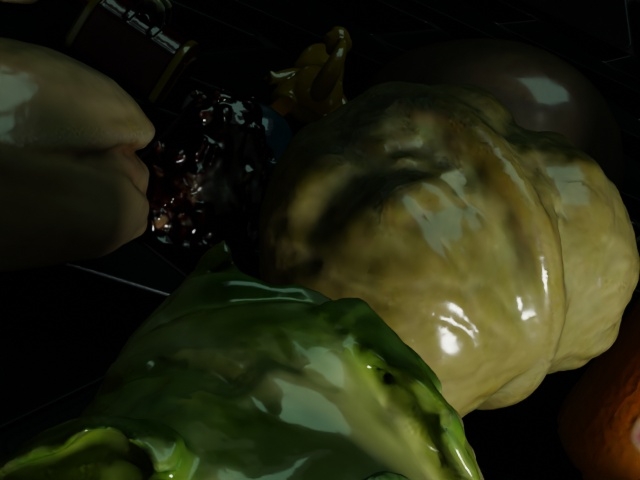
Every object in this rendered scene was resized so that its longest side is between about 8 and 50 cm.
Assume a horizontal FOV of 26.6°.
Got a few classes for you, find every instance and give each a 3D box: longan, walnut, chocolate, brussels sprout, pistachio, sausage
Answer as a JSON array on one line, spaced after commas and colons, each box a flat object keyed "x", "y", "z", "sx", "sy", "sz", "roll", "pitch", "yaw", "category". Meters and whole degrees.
[{"x": 0.173, "y": -0.086, "z": 1.449, "sx": 0.300, "sy": 0.300, "sz": 0.243, "roll": 33, "pitch": 63, "yaw": 4, "category": "longan"}, {"x": 0.096, "y": 0.010, "z": 1.095, "sx": 0.282, "sy": 0.253, "sz": 0.277, "roll": 5, "pitch": 31, "yaw": -47, "category": "walnut"}, {"x": -0.096, "y": -0.067, "z": 1.179, "sx": 0.156, "sy": 0.133, "sz": 0.156, "roll": 25, "pitch": 22, "yaw": -11, "category": "chocolate"}, {"x": -0.027, "y": 0.149, "z": 0.686, "sx": 0.294, "sy": 0.227, "sz": 0.259, "roll": 32, "pitch": 35, "yaw": -19, "category": "brussels sprout"}, {"x": -0.235, "y": -0.059, "z": 0.941, "sx": 0.181, "sy": 0.162, "sz": 0.293, "roll": 2, "pitch": 2, "yaw": 41, "category": "pistachio"}, {"x": 0.371, "y": 0.118, "z": 1.186, "sx": 0.233, "sy": 0.287, "sz": 0.233, "roll": 24, "pitch": 27, "yaw": -13, "category": "sausage"}]

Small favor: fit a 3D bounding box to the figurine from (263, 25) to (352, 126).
[{"x": 0.002, "y": -0.202, "z": 1.611, "sx": 0.121, "sy": 0.122, "sz": 0.176, "roll": 25, "pitch": 23, "yaw": -9, "category": "figurine"}]

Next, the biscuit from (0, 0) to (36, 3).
[{"x": -0.368, "y": -0.297, "z": 1.465, "sx": 0.152, "sy": 0.020, "sz": 0.152, "roll": 26, "pitch": 24, "yaw": -12, "category": "biscuit"}]

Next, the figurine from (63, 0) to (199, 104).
[{"x": -0.201, "y": -0.223, "z": 1.424, "sx": 0.154, "sy": 0.098, "sz": 0.082, "roll": 36, "pitch": 25, "yaw": 3, "category": "figurine"}]

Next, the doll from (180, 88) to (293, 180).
[{"x": -0.082, "y": -0.104, "z": 1.351, "sx": 0.114, "sy": 0.086, "sz": 0.152, "roll": -5, "pitch": 28, "yaw": -34, "category": "doll"}]
